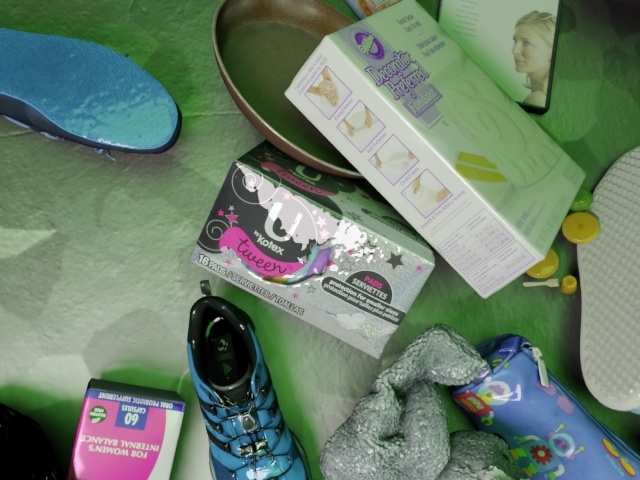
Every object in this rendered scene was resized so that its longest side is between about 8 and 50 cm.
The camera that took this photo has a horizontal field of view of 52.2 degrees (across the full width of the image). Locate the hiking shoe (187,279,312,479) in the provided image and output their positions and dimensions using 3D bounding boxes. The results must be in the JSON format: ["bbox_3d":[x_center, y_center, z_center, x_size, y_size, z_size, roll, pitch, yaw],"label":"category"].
[{"bbox_3d":[-0.096,0.205,0.751,0.113,0.132,0.304,-23,68,-5],"label":"hiking shoe"}]

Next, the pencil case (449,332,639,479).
[{"bbox_3d":[0.298,0.246,0.809,0.306,0.133,0.119,46,39,3],"label":"pencil case"}]

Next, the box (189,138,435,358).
[{"bbox_3d":[0.000,0.000,0.784,0.247,0.163,0.142,27,110,0],"label":"box"}]

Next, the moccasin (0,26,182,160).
[{"bbox_3d":[-0.333,-0.197,0.838,0.342,0.117,0.137,23,79,3],"label":"moccasin"}]

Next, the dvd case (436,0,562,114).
[{"bbox_3d":[0.261,-0.321,0.957,0.180,0.022,0.253,11,79,-3],"label":"dvd case"}]

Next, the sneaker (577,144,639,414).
[{"bbox_3d":[0.438,0.055,0.874,0.150,0.135,0.365,24,73,-30],"label":"sneaker"}]

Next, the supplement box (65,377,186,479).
[{"bbox_3d":[-0.238,0.282,0.755,0.111,0.114,0.220,13,81,-17],"label":"supplement box"}]

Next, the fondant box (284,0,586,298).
[{"bbox_3d":[0.151,-0.126,0.790,0.330,0.096,0.238,45,42,2],"label":"fondant box"}]

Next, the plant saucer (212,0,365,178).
[{"bbox_3d":[-0.002,-0.196,0.832,0.311,0.050,0.310,21,48,-25],"label":"plant saucer"}]

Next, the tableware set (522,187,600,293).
[{"bbox_3d":[0.326,-0.003,0.891,0.104,0.024,0.154,-2,66,17],"label":"tableware set"}]

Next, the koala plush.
[{"bbox_3d":[0.135,0.250,0.715,0.221,0.196,0.203,40,52,19],"label":"koala plush"}]

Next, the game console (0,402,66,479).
[{"bbox_3d":[-0.375,0.369,0.715,0.213,0.044,0.361,17,91,43],"label":"game console"}]

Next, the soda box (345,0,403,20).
[{"bbox_3d":[0.046,-0.389,0.929,0.058,0.063,0.183,-36,85,-12],"label":"soda box"}]
